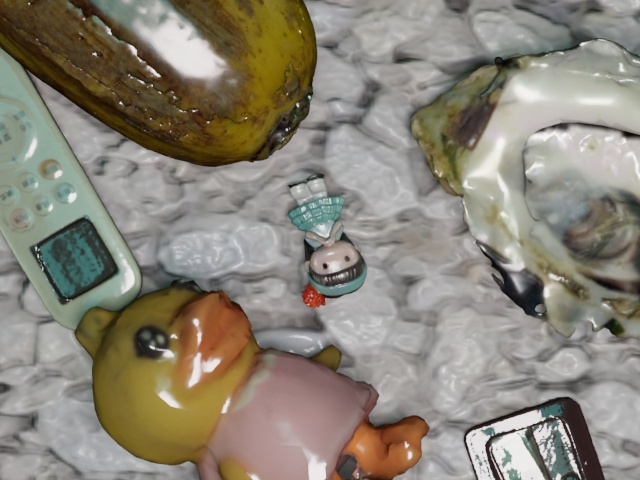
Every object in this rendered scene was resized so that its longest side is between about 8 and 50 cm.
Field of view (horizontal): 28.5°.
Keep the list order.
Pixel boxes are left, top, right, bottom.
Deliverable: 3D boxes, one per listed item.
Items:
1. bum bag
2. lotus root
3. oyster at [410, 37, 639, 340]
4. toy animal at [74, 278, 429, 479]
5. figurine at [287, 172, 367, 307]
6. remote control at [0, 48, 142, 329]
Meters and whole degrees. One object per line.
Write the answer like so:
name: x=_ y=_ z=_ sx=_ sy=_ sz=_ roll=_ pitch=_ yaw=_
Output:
bum bag: x=0.192 y=0.220 z=1.067 sx=0.109 sy=0.026 sz=0.159 roll=-18 pitch=85 yaw=0
lotus root: x=-0.173 y=-0.211 z=0.985 sx=0.397 sy=0.179 sz=0.196 roll=36 pitch=69 yaw=-6
oyster: x=0.237 y=-0.036 z=1.022 sx=0.351 sy=0.115 sz=0.238 roll=23 pitch=99 yaw=4
toy animal: x=-0.068 y=0.133 z=1.002 sx=0.281 sy=0.195 sz=0.169 roll=37 pitch=130 yaw=-4
figurine: x=0.000 y=0.000 z=1.050 sx=0.060 sy=0.047 sz=0.106 roll=-18 pitch=89 yaw=-8
remote control: x=-0.253 y=-0.070 z=1.053 sx=0.090 sy=0.038 sz=0.310 roll=-29 pitch=91 yaw=1
